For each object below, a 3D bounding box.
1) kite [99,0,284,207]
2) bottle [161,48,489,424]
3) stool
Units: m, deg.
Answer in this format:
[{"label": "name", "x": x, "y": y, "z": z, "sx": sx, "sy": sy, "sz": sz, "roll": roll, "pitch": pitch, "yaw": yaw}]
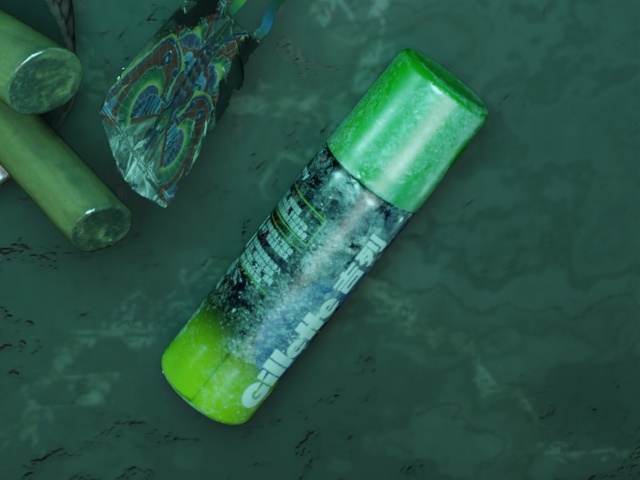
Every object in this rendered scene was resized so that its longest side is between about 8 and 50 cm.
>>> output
[{"label": "kite", "x": -0.056, "y": -0.158, "z": 0.859, "sx": 0.285, "sy": 0.015, "sz": 0.152, "roll": -62, "pitch": 162, "yaw": -14}, {"label": "bottle", "x": 0.000, "y": 0.000, "z": 1.022, "sx": 0.093, "sy": 0.093, "sz": 0.330, "roll": 30, "pitch": 108, "yaw": -25}, {"label": "stool", "x": -0.261, "y": -0.075, "z": 0.819, "sx": 0.272, "sy": 0.178, "sz": 0.272, "roll": -24, "pitch": 147, "yaw": -17}]
